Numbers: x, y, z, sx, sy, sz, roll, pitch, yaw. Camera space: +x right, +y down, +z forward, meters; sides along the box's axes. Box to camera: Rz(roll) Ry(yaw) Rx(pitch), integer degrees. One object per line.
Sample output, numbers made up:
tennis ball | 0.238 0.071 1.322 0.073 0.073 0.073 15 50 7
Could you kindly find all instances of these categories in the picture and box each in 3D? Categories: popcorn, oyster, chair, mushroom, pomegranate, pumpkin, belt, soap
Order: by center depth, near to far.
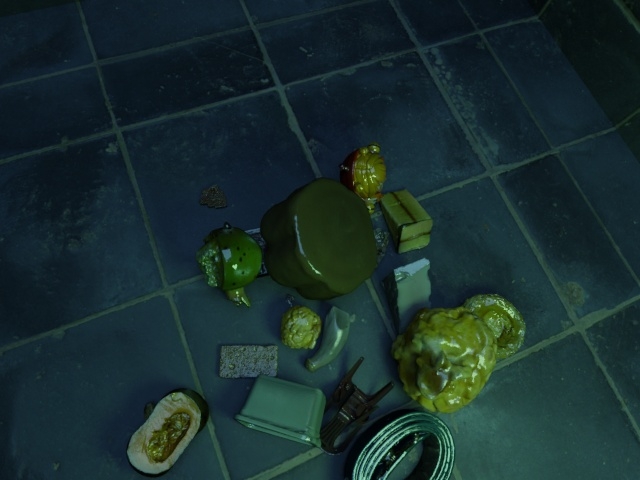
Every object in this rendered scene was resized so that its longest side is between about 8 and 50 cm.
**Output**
pumpkin | -0.563 0.677 1.531 0.221 0.139 0.317 38 74 4
belt | 0.289 0.816 1.555 0.436 0.173 0.300 -35 81 -16
popcorn | 0.472 0.448 1.626 0.390 0.354 0.344 -30 37 -21
chair | 0.108 0.642 1.627 0.175 0.183 0.326 40 116 7
pomegranate | -0.340 0.103 1.645 0.260 0.260 0.341 -16 106 -12
popcorn | -0.079 0.346 1.684 0.180 0.180 0.170 -42 114 -17
mushroom | 0.037 0.407 1.708 0.118 0.103 0.270 25 76 2
soap | 0.376 0.247 1.716 0.158 0.258 0.302 -15 74 -13
oyster | 0.263 0.038 1.879 0.106 0.061 0.200 0 71 -7

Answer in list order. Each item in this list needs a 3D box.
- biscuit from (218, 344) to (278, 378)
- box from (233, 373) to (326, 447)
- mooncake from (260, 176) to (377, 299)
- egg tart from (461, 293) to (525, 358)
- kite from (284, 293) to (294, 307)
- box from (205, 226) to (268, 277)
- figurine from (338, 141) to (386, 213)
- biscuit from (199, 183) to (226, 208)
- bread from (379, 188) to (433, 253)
biscuit | -0.283 0.479 1.685 0.230 0.025 0.131 2 70 -5
box | -0.131 0.614 1.551 0.311 0.175 0.183 9 59 18
mooncake | 0.000 0.000 1.676 0.467 0.262 0.467 12 71 -37
egg tart | 0.709 0.359 1.789 0.288 0.118 0.288 2 73 -6
kite | -0.131 0.261 1.789 0.044 0.002 0.078 5 70 -5
box | -0.302 0.059 1.811 0.350 0.058 0.211 -12 75 -9
figurine | 0.186 -0.274 1.832 0.196 0.323 0.320 4 84 11
biscuit | -0.471 -0.186 1.896 0.130 0.019 0.119 36 71 7
bread | 0.379 -0.093 1.950 0.167 0.163 0.264 -13 42 -10
